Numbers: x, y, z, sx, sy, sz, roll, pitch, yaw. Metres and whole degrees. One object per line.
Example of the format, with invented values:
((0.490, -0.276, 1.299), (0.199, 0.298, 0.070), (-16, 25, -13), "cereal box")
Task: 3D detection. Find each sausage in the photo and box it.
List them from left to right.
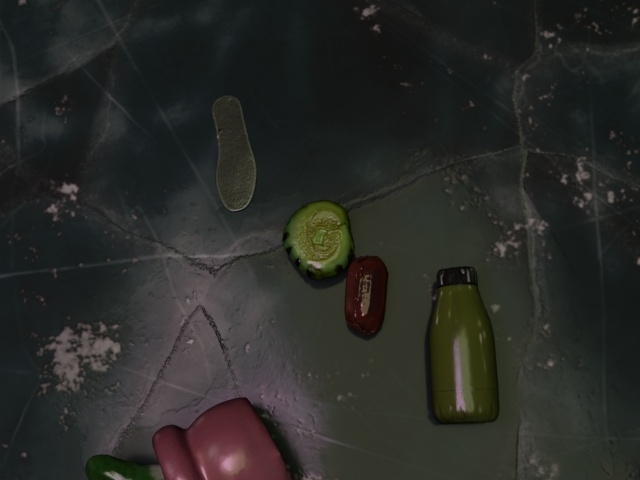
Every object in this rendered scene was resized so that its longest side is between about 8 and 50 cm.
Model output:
((0.079, 0.094, 1.492), (0.076, 0.076, 0.141), (1, 77, 3), "sausage")

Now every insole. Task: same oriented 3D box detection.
((-0.162, -0.165, 1.601), (0.080, 0.003, 0.232), (-8, 76, 1), "insole")

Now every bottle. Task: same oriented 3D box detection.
((0.237, 0.175, 1.443), (0.112, 0.112, 0.260), (-2, 76, 2), "bottle")

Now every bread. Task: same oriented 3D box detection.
((0.000, 0.000, 1.518), (0.130, 0.071, 0.139), (-27, 75, -7), "bread")

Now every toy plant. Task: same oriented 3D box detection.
((-0.229, 0.390, 1.335), (0.356, 0.317, 0.211), (-21, 70, -10), "toy plant")
